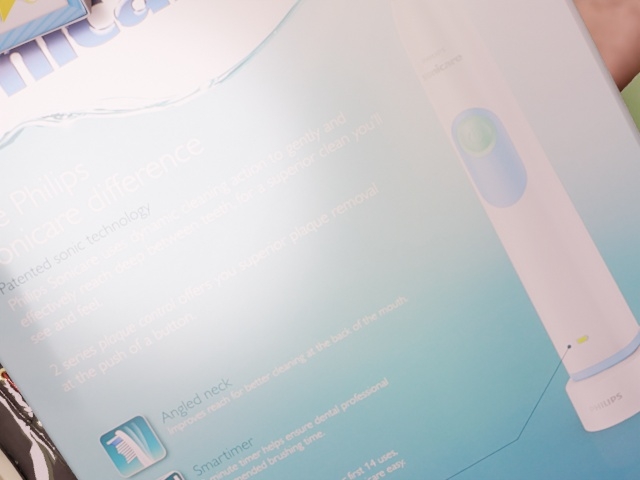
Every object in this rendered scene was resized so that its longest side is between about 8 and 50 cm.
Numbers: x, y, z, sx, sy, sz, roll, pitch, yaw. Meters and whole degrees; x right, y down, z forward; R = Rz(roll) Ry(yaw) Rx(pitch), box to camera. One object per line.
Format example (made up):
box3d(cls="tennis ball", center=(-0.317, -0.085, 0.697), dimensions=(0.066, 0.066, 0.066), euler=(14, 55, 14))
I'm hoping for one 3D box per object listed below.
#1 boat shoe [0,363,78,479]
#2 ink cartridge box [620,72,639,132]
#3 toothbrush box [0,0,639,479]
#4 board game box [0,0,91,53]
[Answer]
box3d(cls="boat shoe", center=(-0.132, 0.060, 0.440), dimensions=(0.042, 0.049, 0.133), euler=(-36, 96, -28))
box3d(cls="ink cartridge box", center=(0.233, -0.009, 0.418), dimensions=(0.235, 0.056, 0.171), euler=(27, 135, -12))
box3d(cls="toothbrush box", center=(0.000, 0.000, 0.400), dimensions=(0.216, 0.126, 0.295), euler=(-31, 102, 1))
box3d(cls="board game box", center=(-0.138, -0.108, 0.271), dimensions=(0.103, 0.026, 0.154), euler=(-23, 118, 0))
